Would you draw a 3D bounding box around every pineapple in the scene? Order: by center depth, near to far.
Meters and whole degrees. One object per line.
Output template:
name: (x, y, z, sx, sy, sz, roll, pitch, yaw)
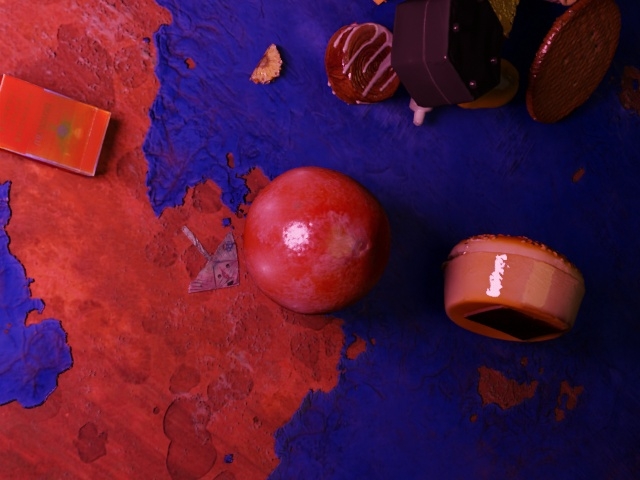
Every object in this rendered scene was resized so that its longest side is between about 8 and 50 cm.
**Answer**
pineapple: (-0.093, -0.314, 1.580, 0.045, 0.019, 0.083, 32, 76, -25)

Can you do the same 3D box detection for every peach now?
peach: (0.361, -0.500, 1.827, 0.127, 0.092, 0.172, -8, 95, -22)

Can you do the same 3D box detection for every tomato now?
tomato: (0.000, 0.000, 1.523, 0.265, 0.265, 0.264, -2, 94, -34)

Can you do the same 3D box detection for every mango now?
mango: (0.353, -0.327, 1.845, 0.161, 0.076, 0.103, -23, 112, -22)

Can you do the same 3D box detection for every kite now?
kite: (-0.197, 0.035, 1.537, 0.152, 0.005, 0.137, 42, 70, -27)

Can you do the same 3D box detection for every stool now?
stool: (0.246, -0.370, 1.659, 0.232, 0.141, 0.232, 2, 88, -50)

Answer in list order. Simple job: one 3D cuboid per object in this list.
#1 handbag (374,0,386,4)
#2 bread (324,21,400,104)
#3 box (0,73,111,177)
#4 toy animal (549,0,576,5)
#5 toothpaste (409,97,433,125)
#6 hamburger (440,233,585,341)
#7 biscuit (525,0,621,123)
handbag: (0.119, -0.512, 1.705, 0.061, 0.027, 0.083, 37, 71, -28)
bread: (0.085, -0.340, 1.664, 0.161, 0.073, 0.160, -2, 93, -33)
box: (-0.424, -0.175, 1.348, 0.175, 0.048, 0.112, 19, 80, -32)
toy animal: (0.548, -0.633, 1.874, 0.359, 0.188, 0.226, -18, 103, 2)
toothpaste: (0.223, -0.363, 1.775, 0.069, 0.047, 0.268, 14, 81, -22)
hamburger: (0.384, 0.090, 1.766, 0.300, 0.300, 0.176, 28, 66, -32)
biscuit: (0.553, -0.397, 1.917, 0.305, 0.038, 0.305, -29, 140, -28)
